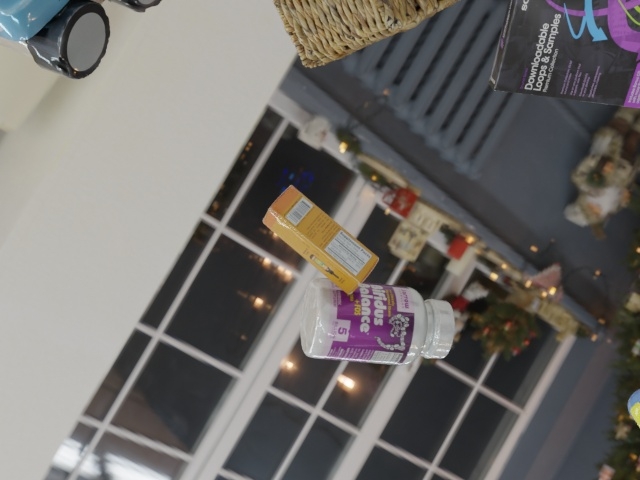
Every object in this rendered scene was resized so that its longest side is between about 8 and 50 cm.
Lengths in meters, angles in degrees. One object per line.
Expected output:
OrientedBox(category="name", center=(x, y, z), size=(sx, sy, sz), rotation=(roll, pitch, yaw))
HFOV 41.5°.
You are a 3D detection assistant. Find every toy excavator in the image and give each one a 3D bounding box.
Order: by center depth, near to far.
OrientedBox(category="toy excavator", center=(-0.409, -0.382, 0.983), size=(0.222, 0.433, 0.445), rotation=(24, 153, 17))

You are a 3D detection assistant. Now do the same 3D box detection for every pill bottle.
OrientedBox(category="pill bottle", center=(0.120, 0.174, 1.776), size=(0.301, 0.169, 0.169), rotation=(6, -178, -13))

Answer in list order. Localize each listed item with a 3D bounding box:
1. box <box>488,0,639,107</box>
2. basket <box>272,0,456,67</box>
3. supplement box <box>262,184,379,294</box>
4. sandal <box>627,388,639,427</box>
OrientedBox(category="box", center=(0.256, -0.194, 0.823), size=(0.162, 0.116, 0.029), rotation=(6, -151, -3))
OrientedBox(category="basket", center=(0.046, -0.436, 1.211), size=(0.223, 0.213, 0.299), rotation=(-8, 113, 56))
OrientedBox(category="supplement box", center=(0.000, 0.000, 1.677), size=(0.233, 0.080, 0.078), rotation=(42, 155, 2))
OrientedBox(category="sandal", center=(0.597, 0.210, 1.298), size=(0.126, 0.317, 0.138), rotation=(111, 143, -52))
